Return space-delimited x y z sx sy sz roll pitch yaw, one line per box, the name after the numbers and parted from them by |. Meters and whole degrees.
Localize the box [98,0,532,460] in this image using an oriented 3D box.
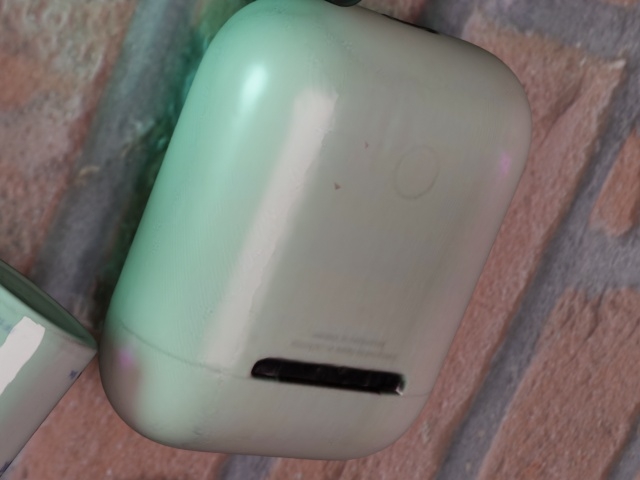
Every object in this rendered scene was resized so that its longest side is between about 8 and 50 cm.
0.001 0.001 1.139 0.288 0.141 0.349 10 108 -40 | box

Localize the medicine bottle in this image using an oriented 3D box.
-0.302 0.166 1.019 0.341 0.130 0.130 -52 132 -2 | medicine bottle

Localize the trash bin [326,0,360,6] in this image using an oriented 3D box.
-0.012 -0.247 0.937 0.165 0.225 0.115 -41 132 -11 | trash bin
